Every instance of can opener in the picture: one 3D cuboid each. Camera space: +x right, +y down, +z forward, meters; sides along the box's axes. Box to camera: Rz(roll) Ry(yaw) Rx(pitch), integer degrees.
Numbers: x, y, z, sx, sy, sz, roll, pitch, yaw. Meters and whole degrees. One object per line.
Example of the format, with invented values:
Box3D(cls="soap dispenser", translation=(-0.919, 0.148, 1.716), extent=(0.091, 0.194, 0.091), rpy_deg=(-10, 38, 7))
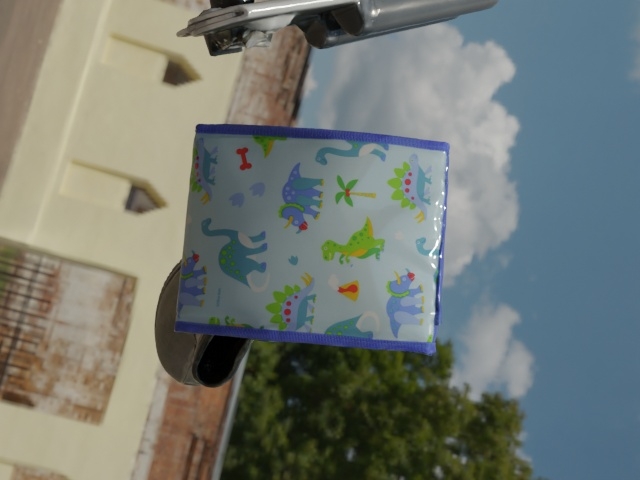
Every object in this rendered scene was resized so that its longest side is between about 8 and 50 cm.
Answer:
Box3D(cls="can opener", translation=(0.015, -0.188, 0.731), extent=(0.076, 0.284, 0.095), rpy_deg=(-6, -79, 49))

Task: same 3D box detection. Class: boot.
Box3D(cls="boot", translation=(-0.095, 0.069, 0.885), extent=(0.161, 0.084, 0.246), rpy_deg=(-88, -160, -55))

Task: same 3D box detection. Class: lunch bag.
Box3D(cls="lunch bag", translation=(0.000, 0.000, 0.624), extent=(0.096, 0.151, 0.128), rpy_deg=(18, 75, -75))
